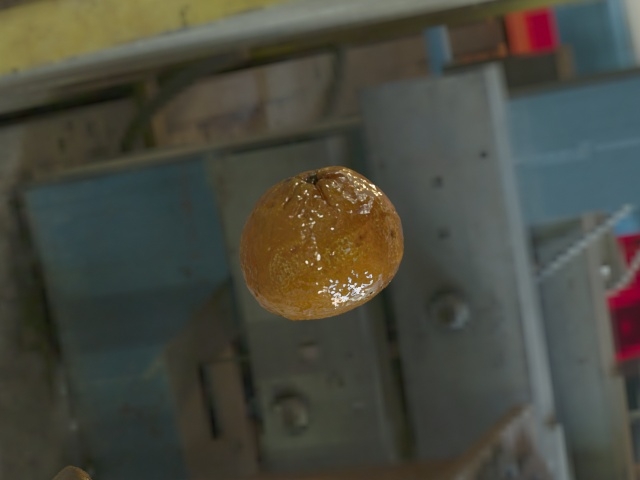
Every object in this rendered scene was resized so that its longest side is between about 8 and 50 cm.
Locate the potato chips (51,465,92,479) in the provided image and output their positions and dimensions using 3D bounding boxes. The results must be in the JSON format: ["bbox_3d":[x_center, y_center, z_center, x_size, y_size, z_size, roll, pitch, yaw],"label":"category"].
[{"bbox_3d":[-0.136,0.210,0.964,0.208,0.062,0.195,-120,-150,-70],"label":"potato chips"}]

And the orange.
[{"bbox_3d":[0.000,-0.001,1.562,0.135,0.136,0.117,-32,116,-65],"label":"orange"}]
